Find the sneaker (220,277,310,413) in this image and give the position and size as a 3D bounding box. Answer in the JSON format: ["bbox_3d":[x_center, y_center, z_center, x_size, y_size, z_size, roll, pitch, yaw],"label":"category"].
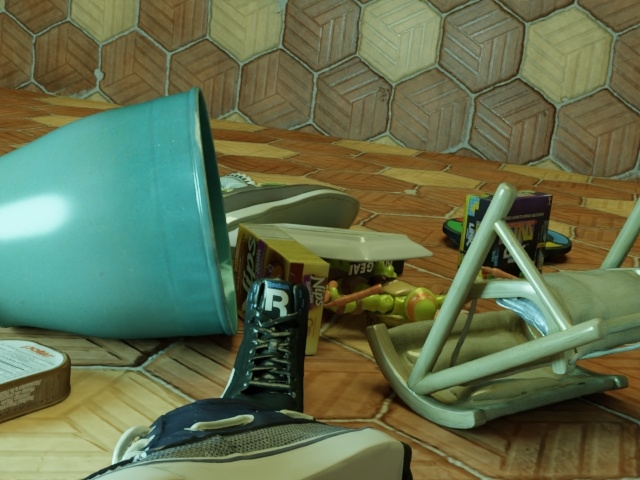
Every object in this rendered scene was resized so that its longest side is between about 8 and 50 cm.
[{"bbox_3d":[-0.051,0.100,0.956,0.079,0.121,0.217,5,13,-2],"label":"sneaker"}]

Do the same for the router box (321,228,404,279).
[{"bbox_3d":[0.021,0.023,1.511,0.133,0.046,0.179,17,16,39],"label":"router box"}]

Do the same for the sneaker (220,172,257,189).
[{"bbox_3d":[-0.141,-0.060,1.704,0.093,0.088,0.225,-4,16,-37],"label":"sneaker"}]

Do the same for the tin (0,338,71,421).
[{"bbox_3d":[-0.305,0.127,0.903,0.106,0.040,0.189,19,17,29],"label":"tin"}]

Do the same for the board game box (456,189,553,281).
[{"bbox_3d":[0.280,-0.001,1.539,0.048,0.141,0.170,18,17,42],"label":"board game box"}]

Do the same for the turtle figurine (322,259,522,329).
[{"bbox_3d":[0.101,0.070,1.252,0.269,0.087,0.217,-7,9,-20],"label":"turtle figurine"}]

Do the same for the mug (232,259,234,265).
[{"bbox_3d":[-0.154,0.034,1.364,0.078,0.062,0.064,37,17,25],"label":"mug"}]

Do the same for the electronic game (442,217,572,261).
[{"bbox_3d":[0.331,-0.008,1.811,0.229,0.048,0.229,6,13,-1],"label":"electronic game"}]

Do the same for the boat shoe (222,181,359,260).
[{"bbox_3d":[-0.073,-0.038,1.555,0.324,0.116,0.097,-13,41,-45],"label":"boat shoe"}]

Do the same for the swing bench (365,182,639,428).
[{"bbox_3d":[0.229,0.079,1.021,0.253,0.255,0.165,-5,56,-39],"label":"swing bench"}]

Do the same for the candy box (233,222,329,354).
[{"bbox_3d":[-0.053,0.053,1.195,0.053,0.109,0.186,4,12,-22],"label":"candy box"}]

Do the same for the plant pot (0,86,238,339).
[{"bbox_3d":[-0.235,-0.015,1.101,0.255,0.272,0.271,-8,13,-2],"label":"plant pot"}]

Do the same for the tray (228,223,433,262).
[{"bbox_3d":[0.000,0.000,1.328,0.270,0.030,0.145,6,5,41],"label":"tray"}]

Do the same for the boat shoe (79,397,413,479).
[{"bbox_3d":[-0.097,0.175,0.643,0.158,0.127,0.340,9,3,39],"label":"boat shoe"}]
